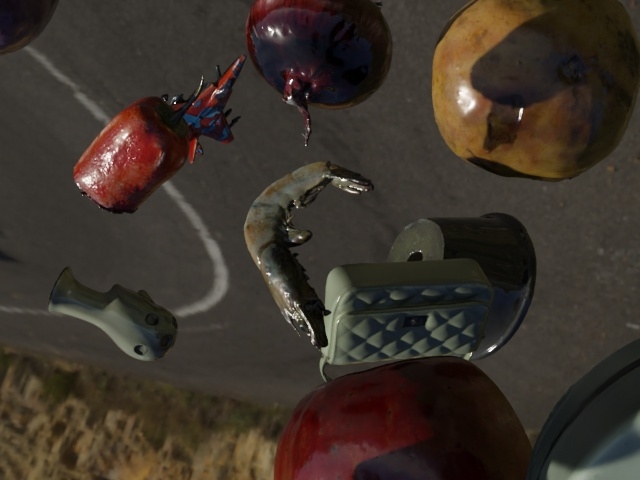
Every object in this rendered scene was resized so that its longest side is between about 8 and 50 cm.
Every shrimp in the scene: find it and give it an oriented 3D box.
[{"bbox_3d":[0.002,0.001,0.939,0.035,0.148,0.195,41,-162,-55],"label":"shrimp"}]

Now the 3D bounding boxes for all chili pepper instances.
[{"bbox_3d":[-0.184,-0.111,1.021,0.086,0.084,0.192,31,120,-33],"label":"chili pepper"}]

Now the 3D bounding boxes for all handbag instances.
[{"bbox_3d":[0.119,0.134,1.352,0.256,0.219,0.079,-3,-148,-13],"label":"handbag"}]

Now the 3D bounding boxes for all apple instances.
[{"bbox_3d":[0.096,0.315,1.072,0.295,0.364,0.329,-13,180,2],"label":"apple"}]

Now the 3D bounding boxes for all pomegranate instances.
[{"bbox_3d":[0.280,-0.216,1.238,0.281,0.281,0.281,17,166,4],"label":"pomegranate"}]

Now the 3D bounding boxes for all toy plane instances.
[{"bbox_3d":[-0.145,-0.175,1.194,0.130,0.061,0.189,15,129,-33],"label":"toy plane"}]

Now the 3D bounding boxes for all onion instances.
[{"bbox_3d":[-0.015,-0.324,1.676,0.273,0.285,0.273,18,156,8],"label":"onion"}]

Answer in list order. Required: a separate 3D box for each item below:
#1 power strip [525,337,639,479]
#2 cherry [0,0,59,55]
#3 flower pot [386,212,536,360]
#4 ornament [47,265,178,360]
[{"bbox_3d":[0.309,0.227,0.687,0.358,0.357,0.161,16,-170,7],"label":"power strip"},{"bbox_3d":[-0.379,-0.308,1.029,0.184,0.266,0.213,6,158,6],"label":"cherry"},{"bbox_3d":[0.219,0.057,1.603,0.166,0.269,0.269,21,166,-27],"label":"flower pot"},{"bbox_3d":[-0.248,0.089,1.150,0.156,0.081,0.075,24,158,-3],"label":"ornament"}]
